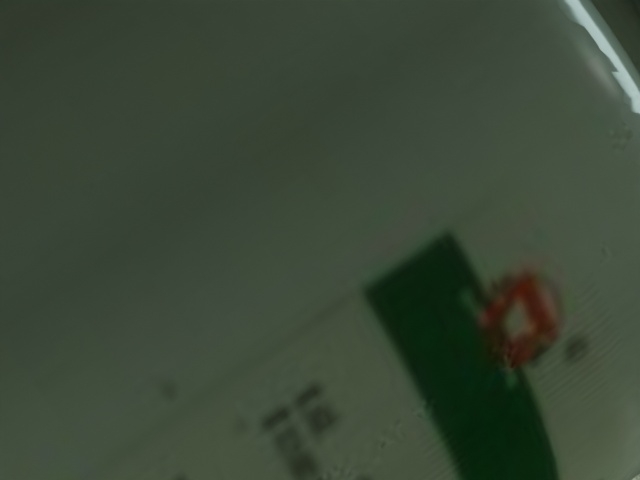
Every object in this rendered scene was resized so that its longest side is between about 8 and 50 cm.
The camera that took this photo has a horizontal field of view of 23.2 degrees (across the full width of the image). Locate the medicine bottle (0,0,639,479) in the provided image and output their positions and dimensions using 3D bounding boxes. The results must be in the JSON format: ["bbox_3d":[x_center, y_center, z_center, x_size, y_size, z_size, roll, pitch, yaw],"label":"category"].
[{"bbox_3d":[0.000,0.000,0.432,0.208,0.339,0.208,52,-15,20],"label":"medicine bottle"}]
